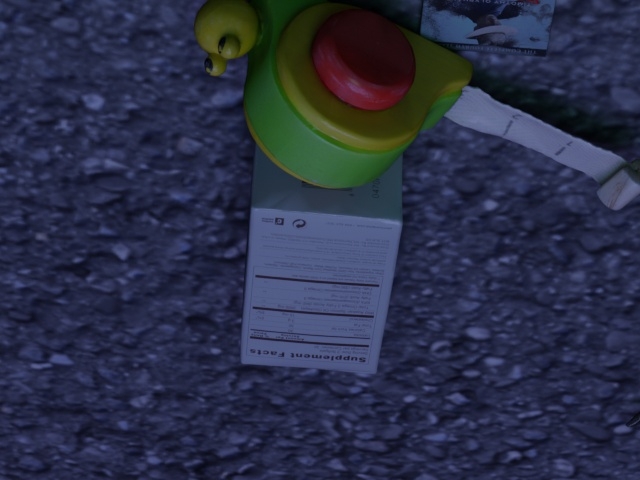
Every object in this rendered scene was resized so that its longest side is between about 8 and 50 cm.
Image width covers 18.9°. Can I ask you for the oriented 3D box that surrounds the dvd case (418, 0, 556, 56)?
[{"bbox_3d":[0.109,-0.165,1.226,0.087,0.013,0.119,5,143,0],"label":"dvd case"}]

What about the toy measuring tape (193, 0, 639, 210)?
[{"bbox_3d":[0.064,-0.066,1.253,0.330,0.121,0.121,25,137,-15],"label":"toy measuring tape"}]

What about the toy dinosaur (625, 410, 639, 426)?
[{"bbox_3d":[0.402,0.162,1.515,0.314,0.121,0.160,-14,124,16],"label":"toy dinosaur"}]

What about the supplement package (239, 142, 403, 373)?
[{"bbox_3d":[0.000,0.000,1.367,0.105,0.105,0.179,4,142,-2],"label":"supplement package"}]
